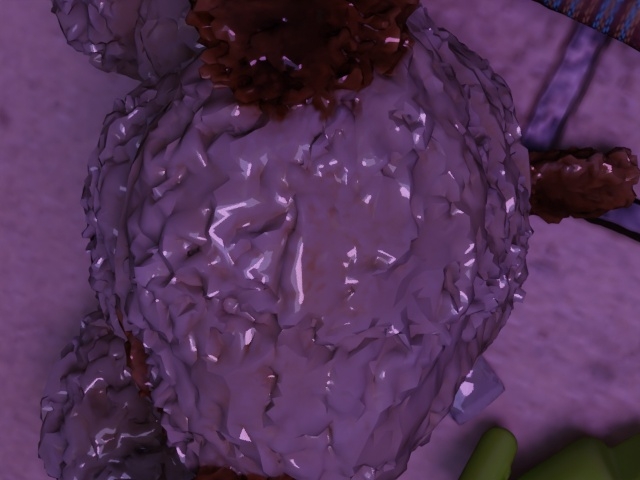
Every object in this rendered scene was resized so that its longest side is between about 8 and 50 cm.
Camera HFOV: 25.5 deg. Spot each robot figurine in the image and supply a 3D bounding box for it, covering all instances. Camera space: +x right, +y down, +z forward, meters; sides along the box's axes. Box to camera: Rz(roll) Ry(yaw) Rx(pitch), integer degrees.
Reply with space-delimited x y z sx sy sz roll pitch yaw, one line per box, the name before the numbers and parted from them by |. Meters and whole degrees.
robot figurine | 0.091 0.120 0.535 0.115 0.067 0.101 -37 104 13

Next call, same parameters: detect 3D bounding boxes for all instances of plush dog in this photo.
plush dog | 0.000 0.000 0.437 0.211 0.225 0.262 5 103 6

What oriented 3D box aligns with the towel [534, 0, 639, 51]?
towel | 0.203 -0.211 0.418 0.271 0.040 0.370 31 105 22
